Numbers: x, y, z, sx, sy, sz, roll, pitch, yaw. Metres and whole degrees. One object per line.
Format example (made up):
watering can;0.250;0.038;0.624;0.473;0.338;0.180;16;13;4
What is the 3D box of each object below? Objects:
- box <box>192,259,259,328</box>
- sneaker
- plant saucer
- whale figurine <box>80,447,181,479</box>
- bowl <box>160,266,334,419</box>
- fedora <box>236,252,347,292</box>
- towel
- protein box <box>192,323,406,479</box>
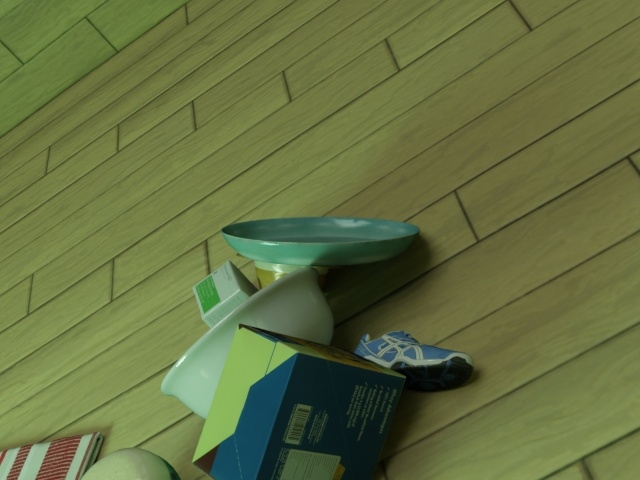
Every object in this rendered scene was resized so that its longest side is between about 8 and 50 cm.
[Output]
box;-0.153;0.112;1.648;0.087;0.102;0.101;-36;35;5
sneaker;0.123;0.166;1.353;0.211;0.080;0.081;-6;52;38
plant saucer;0.000;0.000;1.522;0.318;0.318;0.043;7;101;47
whale figurine;-0.268;0.444;1.397;0.216;0.141;0.272;-32;49;16
bowl;-0.081;0.183;1.424;0.298;0.298;0.134;-41;78;1
fedora;-0.050;0.057;1.598;0.194;0.194;0.079;9;96;48
towel;-0.545;0.470;1.704;0.329;0.037;0.237;-17;41;29
protein box;-0.027;0.238;1.265;0.136;0.201;0.199;18;89;49
